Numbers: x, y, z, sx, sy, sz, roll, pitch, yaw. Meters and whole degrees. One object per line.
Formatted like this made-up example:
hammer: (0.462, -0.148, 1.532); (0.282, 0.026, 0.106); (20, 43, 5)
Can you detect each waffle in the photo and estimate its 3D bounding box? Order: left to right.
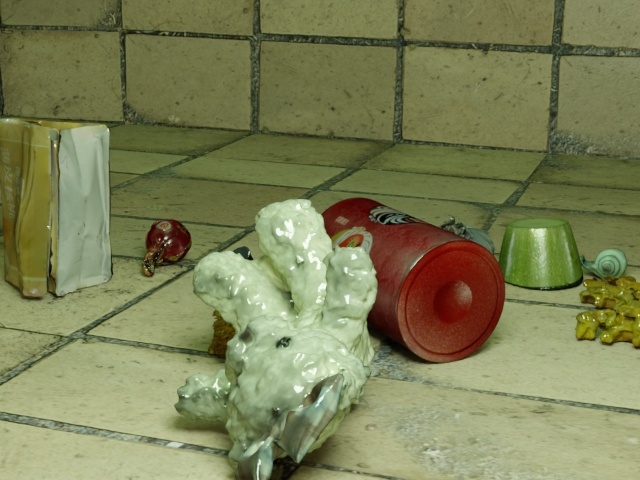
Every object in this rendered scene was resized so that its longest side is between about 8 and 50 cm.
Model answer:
waffle: (0.572, 0.117, 2.009); (0.260, 0.069, 0.293); (3, 16, 11)

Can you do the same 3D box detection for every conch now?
conch: (0.558, 0.051, 2.283); (0.088, 0.065, 0.180); (-16, -4, 17)

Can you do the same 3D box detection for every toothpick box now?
toothpick box: (0.131, 0.057, 1.942); (0.204, 0.204, 0.333); (-6, 16, -25)

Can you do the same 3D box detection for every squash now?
squash: (0.428, 0.023, 2.279); (0.170, 0.122, 0.170); (-4, 12, 1)

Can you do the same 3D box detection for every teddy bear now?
teddy bear: (-0.073, 0.119, 1.495); (0.327, 0.375, 0.362); (-37, -17, 16)

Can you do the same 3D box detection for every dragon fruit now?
dragon fruit: (-0.312, 0.013, 2.325); (0.094, 0.094, 0.190); (4, 19, 11)

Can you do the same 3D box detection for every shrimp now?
shrimp: (0.244, 0.027, 2.172); (0.145, 0.116, 0.343); (30, 17, 7)

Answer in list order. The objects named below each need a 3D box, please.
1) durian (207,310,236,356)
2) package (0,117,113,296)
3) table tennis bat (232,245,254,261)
durian: (-0.046, 0.116, 1.862); (0.250, 0.137, 0.183); (-1, 5, -31)
package: (-0.512, -0.061, 2.136); (0.221, 0.311, 0.165); (5, 12, 12)
table tennis bat: (-0.102, 0.070, 1.947); (0.150, 0.027, 0.236); (-15, -28, 6)
